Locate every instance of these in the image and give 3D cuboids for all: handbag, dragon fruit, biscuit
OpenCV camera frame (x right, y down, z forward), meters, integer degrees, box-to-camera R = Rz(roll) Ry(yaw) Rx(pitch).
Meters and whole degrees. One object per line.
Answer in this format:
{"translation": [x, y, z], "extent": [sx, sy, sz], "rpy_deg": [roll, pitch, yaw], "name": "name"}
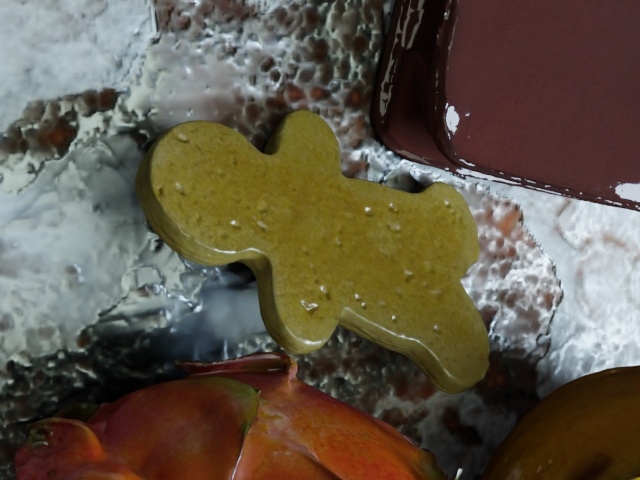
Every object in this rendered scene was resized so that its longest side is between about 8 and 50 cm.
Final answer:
{"translation": [0.178, -0.162, 0.827], "extent": [0.260, 0.084, 0.276], "rpy_deg": [9, 92, -25], "name": "handbag"}
{"translation": [-0.053, 0.169, 0.688], "extent": [0.227, 0.224, 0.224], "rpy_deg": [0, 96, -21], "name": "dragon fruit"}
{"translation": [-0.001, 0.001, 0.756], "extent": [0.240, 0.035, 0.158], "rpy_deg": [22, 51, -27], "name": "biscuit"}

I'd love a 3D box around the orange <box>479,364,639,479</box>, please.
{"translation": [0.213, 0.205, 0.799], "extent": [0.310, 0.274, 0.274], "rpy_deg": [17, 89, -69], "name": "orange"}
